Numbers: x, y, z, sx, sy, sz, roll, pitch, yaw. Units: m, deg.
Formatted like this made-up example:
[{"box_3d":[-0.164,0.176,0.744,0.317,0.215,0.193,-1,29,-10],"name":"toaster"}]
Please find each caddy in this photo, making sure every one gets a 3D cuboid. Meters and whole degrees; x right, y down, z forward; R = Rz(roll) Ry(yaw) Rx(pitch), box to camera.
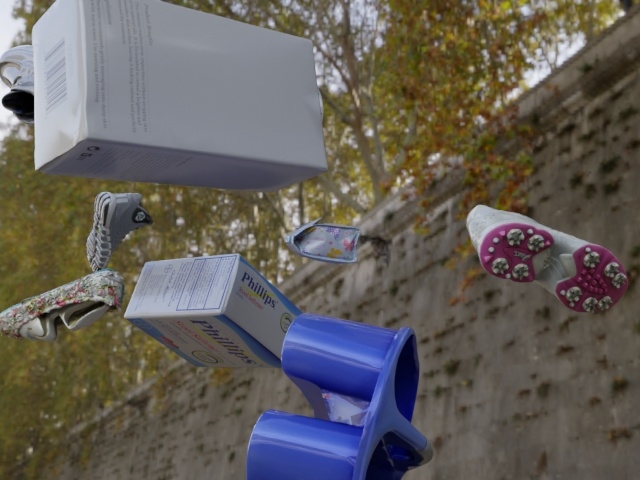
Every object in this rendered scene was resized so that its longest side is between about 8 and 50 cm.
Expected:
[{"box_3d":[0.047,0.230,0.915,0.179,0.241,0.341,12,-23,15],"name":"caddy"}]

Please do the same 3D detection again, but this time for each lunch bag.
[{"box_3d":[0.000,0.000,0.928,0.083,0.053,0.071,6,-3,-8],"name":"lunch bag"}]

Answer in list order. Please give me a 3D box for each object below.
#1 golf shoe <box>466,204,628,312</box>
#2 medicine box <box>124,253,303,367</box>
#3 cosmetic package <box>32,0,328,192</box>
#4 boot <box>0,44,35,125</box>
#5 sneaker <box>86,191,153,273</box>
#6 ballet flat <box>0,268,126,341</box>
[{"box_3d":[0.363,0.020,1.233,0.306,0.140,0.115,24,-72,-26],"name":"golf shoe"},{"box_3d":[-0.235,0.166,1.722,0.289,0.149,0.263,-5,-35,34],"name":"medicine box"},{"box_3d":[-0.185,-0.194,1.074,0.385,0.217,0.156,5,-15,-42],"name":"cosmetic package"},{"box_3d":[-0.495,-0.262,1.302,0.258,0.123,0.095,18,-54,29],"name":"boot"},{"box_3d":[-0.440,-0.016,1.716,0.132,0.086,0.228,-11,-38,-35],"name":"sneaker"},{"box_3d":[-0.434,0.122,1.275,0.241,0.077,0.091,-24,-29,7],"name":"ballet flat"}]
